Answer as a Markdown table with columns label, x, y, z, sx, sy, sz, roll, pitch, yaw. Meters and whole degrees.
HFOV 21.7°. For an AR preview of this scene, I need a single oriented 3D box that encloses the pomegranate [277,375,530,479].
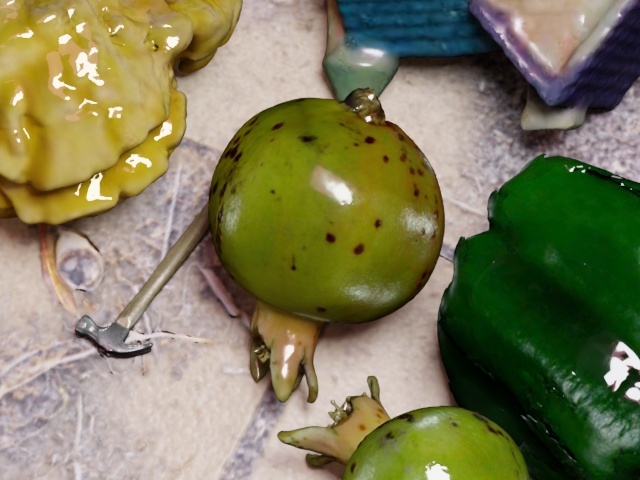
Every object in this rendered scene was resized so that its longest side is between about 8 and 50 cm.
| label | x | y | z | sx | sy | sz | roll | pitch | yaw |
| --- | --- | --- | --- | --- | --- | --- | --- | --- | --- |
| pomegranate | 0.066 | 0.193 | 1.284 | 0.220 | 0.156 | 0.156 | 10 | 56 | 45 |

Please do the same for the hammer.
| label | x | y | z | sx | sy | sz | roll | pitch | yaw |
| --- | --- | --- | --- | --- | --- | --- | --- | --- | --- |
| hammer | -0.129 | 0.026 | 1.411 | 0.062 | 0.017 | 0.182 | 34 | 66 | 9 |

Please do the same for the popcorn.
| label | x | y | z | sx | sy | sz | roll | pitch | yaw |
| --- | --- | --- | --- | --- | --- | --- | --- | --- | --- |
| popcorn | -0.213 | -0.146 | 1.376 | 0.332 | 0.225 | 0.265 | -15 | 63 | -25 |

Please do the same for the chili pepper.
| label | x | y | z | sx | sy | sz | roll | pitch | yaw |
| --- | --- | --- | --- | --- | --- | --- | --- | --- | --- |
| chili pepper | 0.225 | 0.067 | 1.311 | 0.256 | 0.233 | 0.248 | 41 | 75 | 16 |

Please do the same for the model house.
| label | x | y | z | sx | sy | sz | roll | pitch | yaw |
| --- | --- | --- | --- | --- | --- | --- | --- | --- | --- |
| model house | 0.156 | -0.233 | 1.463 | 0.312 | 0.245 | 0.280 | -1 | 92 | 21 |

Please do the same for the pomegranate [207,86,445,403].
| label | x | y | z | sx | sy | sz | roll | pitch | yaw |
| --- | --- | --- | --- | --- | --- | --- | --- | --- | --- |
| pomegranate | 0.006 | 0.005 | 1.343 | 0.198 | 0.198 | 0.246 | 3 | 73 | -5 |
